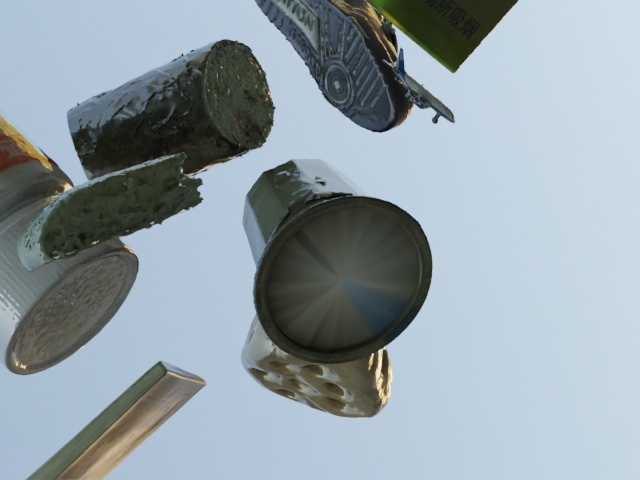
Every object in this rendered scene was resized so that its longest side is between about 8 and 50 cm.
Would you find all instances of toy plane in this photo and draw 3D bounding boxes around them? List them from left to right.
[{"bbox_3d":[0.088,-0.131,1.333,0.084,0.024,0.078,53,-162,12],"label":"toy plane"}]

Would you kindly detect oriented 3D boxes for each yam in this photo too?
[{"bbox_3d":[-0.191,-0.143,1.856,0.154,0.254,0.154,-19,-90,-75],"label":"yam"}]

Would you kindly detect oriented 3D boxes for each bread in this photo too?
[{"bbox_3d":[-0.195,-0.032,1.436,0.064,0.172,0.232,68,-163,-5],"label":"bread"}]

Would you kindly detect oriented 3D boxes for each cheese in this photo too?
[{"bbox_3d":[0.001,0.150,2.005,0.218,0.235,0.117,35,-115,-26],"label":"cheese"}]

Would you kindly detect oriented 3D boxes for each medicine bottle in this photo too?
[{"bbox_3d":[-0.397,-0.038,1.710,0.371,0.211,0.211,43,-149,19],"label":"medicine bottle"}]

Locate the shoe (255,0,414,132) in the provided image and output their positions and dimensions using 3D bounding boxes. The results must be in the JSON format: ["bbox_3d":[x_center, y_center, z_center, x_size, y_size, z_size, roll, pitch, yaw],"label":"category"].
[{"bbox_3d":[0.050,-0.245,1.755,0.149,0.109,0.293,-14,-127,-38],"label":"shoe"}]

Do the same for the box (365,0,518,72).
[{"bbox_3d":[0.137,-0.273,1.004,0.173,0.311,0.043,33,-167,-45],"label":"box"}]

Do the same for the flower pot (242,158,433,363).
[{"bbox_3d":[0.000,0.000,1.753,0.212,0.212,0.202,44,-171,-34],"label":"flower pot"}]

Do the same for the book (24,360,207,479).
[{"bbox_3d":[-0.240,0.228,1.526,0.025,0.282,0.215,47,180,11],"label":"book"}]
